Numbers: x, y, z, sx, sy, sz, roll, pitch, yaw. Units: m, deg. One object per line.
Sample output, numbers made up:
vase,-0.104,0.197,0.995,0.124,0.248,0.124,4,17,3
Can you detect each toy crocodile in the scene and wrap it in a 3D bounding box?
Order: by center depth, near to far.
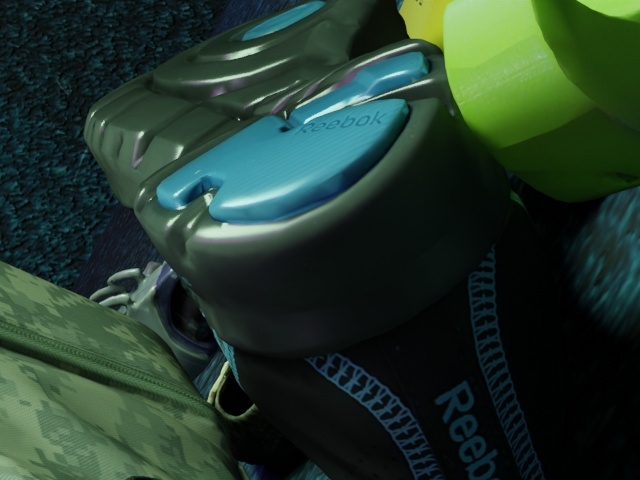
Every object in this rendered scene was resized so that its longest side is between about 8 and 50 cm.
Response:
toy crocodile,0.142,-0.155,0.471,0.340,0.105,0.115,-61,22,-10

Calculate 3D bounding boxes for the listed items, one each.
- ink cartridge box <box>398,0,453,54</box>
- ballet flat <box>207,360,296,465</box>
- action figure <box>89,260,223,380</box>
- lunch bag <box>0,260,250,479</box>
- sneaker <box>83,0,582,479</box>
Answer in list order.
ink cartridge box,0.123,-0.202,0.715,0.307,0.072,0.303,-115,47,-71
ballet flat,-0.008,0.050,0.763,0.084,0.058,0.250,-62,11,-17
action figure,-0.023,-0.013,0.908,0.285,0.099,0.185,-43,8,43
lunch bag,-0.155,0.180,0.677,0.305,0.212,0.256,-60,27,8
sneaker,0.000,0.000,0.592,0.125,0.139,0.341,-26,16,3
